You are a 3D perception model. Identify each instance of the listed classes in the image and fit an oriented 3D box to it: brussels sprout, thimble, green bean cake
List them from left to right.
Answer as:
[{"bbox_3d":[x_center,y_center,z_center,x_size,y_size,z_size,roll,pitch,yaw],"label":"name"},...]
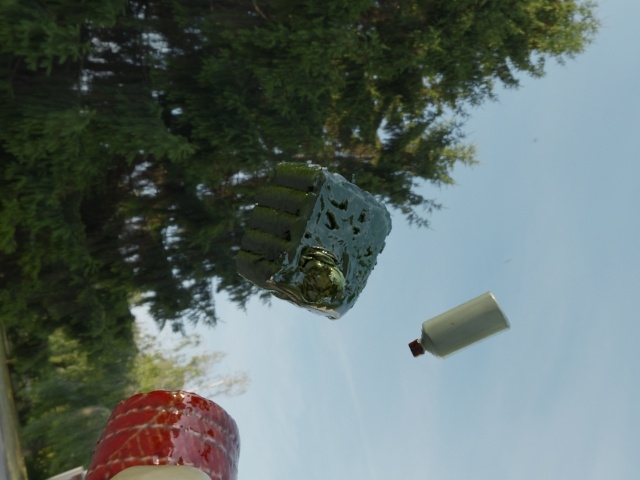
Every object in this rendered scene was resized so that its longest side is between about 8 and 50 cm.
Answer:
[{"bbox_3d":[-0.352,0.522,1.099,0.231,0.349,0.351,-90,-167,-52],"label":"thimble"},{"bbox_3d":[0.000,0.000,1.170,0.218,0.319,0.335,22,-92,51],"label":"green bean cake"},{"bbox_3d":[0.001,0.048,0.721,0.085,0.058,0.085,12,-56,18],"label":"brussels sprout"}]

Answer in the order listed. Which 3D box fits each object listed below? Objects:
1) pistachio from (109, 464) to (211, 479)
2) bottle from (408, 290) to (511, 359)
[{"bbox_3d":[-0.196,0.324,0.551,0.144,0.143,0.215,63,9,24],"label":"pistachio"},{"bbox_3d":[0.331,0.221,1.199,0.245,0.104,0.104,-28,-110,14],"label":"bottle"}]
